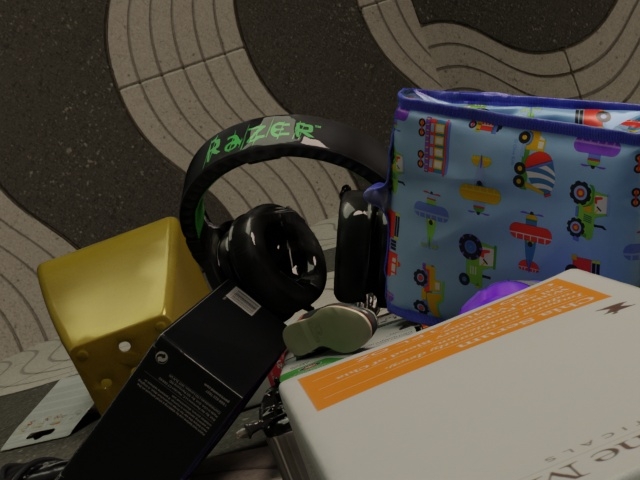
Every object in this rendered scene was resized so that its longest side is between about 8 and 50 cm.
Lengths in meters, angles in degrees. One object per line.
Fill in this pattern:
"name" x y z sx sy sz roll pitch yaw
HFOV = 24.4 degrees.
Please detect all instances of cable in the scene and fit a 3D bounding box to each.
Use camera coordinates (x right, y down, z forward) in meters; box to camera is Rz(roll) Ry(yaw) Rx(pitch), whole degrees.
"cable" -0.283 0.270 1.596 0.185 0.047 0.151 -1 5 37

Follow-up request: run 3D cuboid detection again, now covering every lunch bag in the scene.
"lunch bag" 0.173 -0.020 1.387 0.293 0.220 0.138 9 18 26

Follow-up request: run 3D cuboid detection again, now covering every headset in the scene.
"headset" 0.000 0.000 1.632 0.244 0.394 0.185 -10 45 15

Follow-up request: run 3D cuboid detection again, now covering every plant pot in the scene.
"plant pot" -0.254 0.128 2.029 0.212 0.212 0.187 -20 30 2

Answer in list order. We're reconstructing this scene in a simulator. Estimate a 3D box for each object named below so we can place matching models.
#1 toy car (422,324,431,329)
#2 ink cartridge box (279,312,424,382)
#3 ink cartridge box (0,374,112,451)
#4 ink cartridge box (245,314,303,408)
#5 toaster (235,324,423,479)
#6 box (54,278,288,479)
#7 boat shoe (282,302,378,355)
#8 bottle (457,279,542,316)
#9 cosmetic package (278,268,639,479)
"toy car" 0.122 0.101 1.819 0.060 0.040 0.122 -19 5 17
"ink cartridge box" 0.043 0.140 1.483 0.153 0.086 0.208 -20 5 2
"ink cartridge box" -0.363 0.255 2.165 0.145 0.045 0.179 -16 25 33
"ink cartridge box" -0.095 0.162 1.835 0.175 0.072 0.127 -18 6 13
"toaster" 0.033 0.157 1.229 0.186 0.110 0.168 -20 5 -1
"box" -0.135 0.160 1.457 0.184 0.103 0.261 -51 -2 14
"boat shoe" 0.016 0.084 1.432 0.043 0.049 0.137 -21 1 -35
"bottle" 0.159 0.088 1.161 0.092 0.118 0.283 -44 -13 11
"cosmetic package" 0.123 0.143 0.789 0.230 0.161 0.453 -21 6 -5
